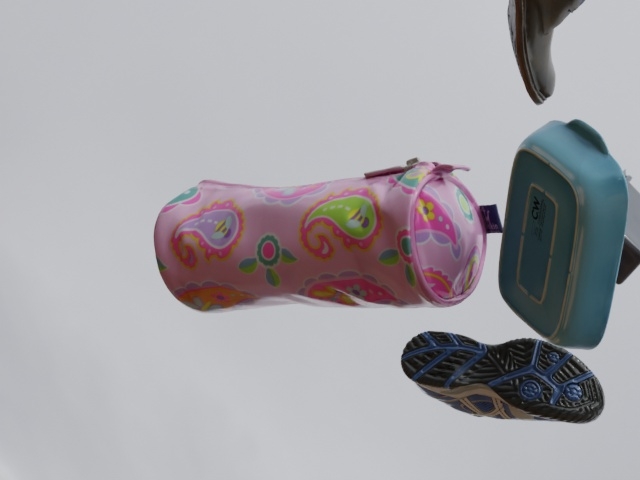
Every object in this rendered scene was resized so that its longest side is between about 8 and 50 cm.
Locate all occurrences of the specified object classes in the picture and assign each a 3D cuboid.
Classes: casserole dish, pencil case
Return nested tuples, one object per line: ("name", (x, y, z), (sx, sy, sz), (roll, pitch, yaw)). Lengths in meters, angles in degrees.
("casserole dish", (0.175, 0.000, 1.217), (0.114, 0.037, 0.188), (45, -41, 47))
("pencil case", (0.000, 0.000, 1.344), (0.284, 0.124, 0.124), (-4, -58, 36))

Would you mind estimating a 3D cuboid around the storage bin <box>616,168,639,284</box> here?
("storage bin", (0.346, -0.006, 1.908), (0.091, 0.135, 0.098), (43, -55, 9))

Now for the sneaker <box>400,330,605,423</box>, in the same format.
("sneaker", (0.190, 0.145, 1.670), (0.211, 0.080, 0.081), (14, -23, 19))

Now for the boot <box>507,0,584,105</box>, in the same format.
("boot", (0.244, -0.238, 1.674), (0.082, 0.106, 0.219), (-94, 168, -50))
